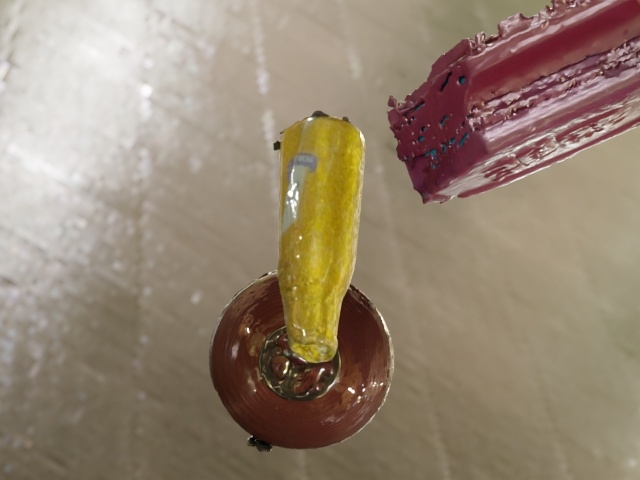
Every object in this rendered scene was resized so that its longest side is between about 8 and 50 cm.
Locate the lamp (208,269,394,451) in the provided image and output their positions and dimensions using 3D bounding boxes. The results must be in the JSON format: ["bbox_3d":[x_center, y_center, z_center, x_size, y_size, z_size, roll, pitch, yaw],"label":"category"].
[{"bbox_3d":[-0.020,0.114,1.853,0.180,0.180,0.258,33,1,0],"label":"lamp"}]

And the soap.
[{"bbox_3d":[0.174,-0.119,1.583,0.162,0.250,0.099,2,66,-65],"label":"soap"}]

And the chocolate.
[{"bbox_3d":[0.000,0.000,1.728,0.085,0.085,0.219,20,56,-31],"label":"chocolate"}]
